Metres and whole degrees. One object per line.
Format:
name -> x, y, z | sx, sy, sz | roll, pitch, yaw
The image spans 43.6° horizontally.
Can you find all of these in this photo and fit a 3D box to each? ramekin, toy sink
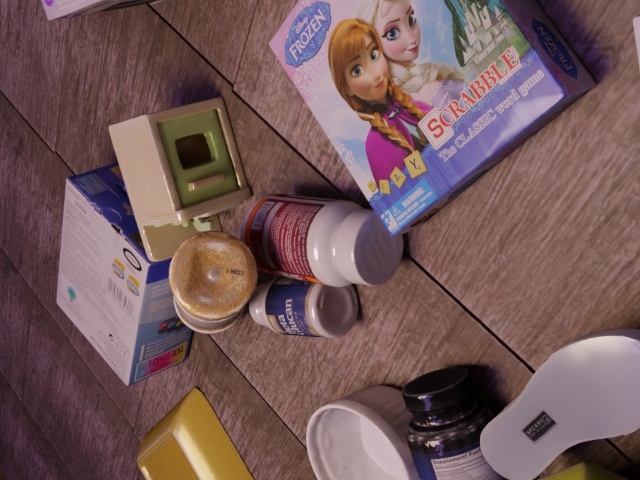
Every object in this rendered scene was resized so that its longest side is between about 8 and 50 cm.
ramekin -> 0.089, 0.314, 1.185 | 0.207, 0.109, 0.207 | 23, 124, 39
toy sink -> -0.214, -0.096, 1.288 | 0.131, 0.153, 0.234 | -3, 104, 47

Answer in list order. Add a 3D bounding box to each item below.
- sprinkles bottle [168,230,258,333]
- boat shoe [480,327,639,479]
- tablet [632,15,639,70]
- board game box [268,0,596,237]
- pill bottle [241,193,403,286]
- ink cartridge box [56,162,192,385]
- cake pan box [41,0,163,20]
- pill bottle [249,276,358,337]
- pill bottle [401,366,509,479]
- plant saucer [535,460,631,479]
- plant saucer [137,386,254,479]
sprinkles bottle -> -0.167, 0.075, 1.226 | 0.121, 0.121, 0.355 | 63, 168, 5
boat shoe -> 0.296, 0.177, 0.904 | 0.113, 0.105, 0.306 | 44, 141, 18
tablet -> 0.333, -0.179, 0.773 | 0.054, 0.006, 0.083 | 0, 107, 47
board game box -> 0.108, -0.213, 0.952 | 0.318, 0.066, 0.319 | 58, 139, 10
pill bottle -> 0.000, 0.000, 1.125 | 0.221, 0.121, 0.121 | 9, 114, 45
ink cartridge box -> -0.354, 0.039, 1.501 | 0.270, 0.151, 0.395 | 41, 135, 26
cake pan box -> -0.225, -0.370, 1.100 | 0.267, 0.246, 0.070 | 2, 109, 46
pill bottle -> -0.032, 0.100, 1.226 | 0.169, 0.094, 0.094 | -4, 105, 48
pill bottle -> 0.185, 0.286, 1.058 | 0.123, 0.123, 0.219 | -13, 97, 49
plant saucer -> 0.315, 0.318, 0.935 | 0.188, 0.045, 0.188 | 27, 140, -16
plant saucer -> -0.264, 0.515, 1.680 | 0.332, 0.081, 0.333 | 57, 139, 12
